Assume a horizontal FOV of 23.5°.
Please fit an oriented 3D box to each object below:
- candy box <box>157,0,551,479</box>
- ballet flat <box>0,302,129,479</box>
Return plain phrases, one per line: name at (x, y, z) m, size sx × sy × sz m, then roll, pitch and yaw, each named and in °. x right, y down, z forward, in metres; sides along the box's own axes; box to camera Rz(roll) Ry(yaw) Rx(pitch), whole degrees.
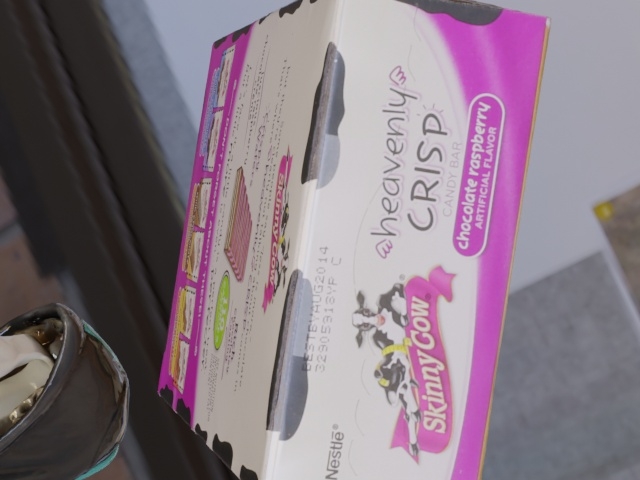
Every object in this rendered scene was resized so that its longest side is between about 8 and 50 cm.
candy box at (0.000, 0.000, 0.561) m, size 0.233 × 0.071 × 0.159 m, roll -167°, pitch -94°, yaw -77°
ballet flat at (-0.218, 0.103, 0.681) m, size 0.095 × 0.280 × 0.096 m, roll 42°, pitch -30°, yaw 39°
